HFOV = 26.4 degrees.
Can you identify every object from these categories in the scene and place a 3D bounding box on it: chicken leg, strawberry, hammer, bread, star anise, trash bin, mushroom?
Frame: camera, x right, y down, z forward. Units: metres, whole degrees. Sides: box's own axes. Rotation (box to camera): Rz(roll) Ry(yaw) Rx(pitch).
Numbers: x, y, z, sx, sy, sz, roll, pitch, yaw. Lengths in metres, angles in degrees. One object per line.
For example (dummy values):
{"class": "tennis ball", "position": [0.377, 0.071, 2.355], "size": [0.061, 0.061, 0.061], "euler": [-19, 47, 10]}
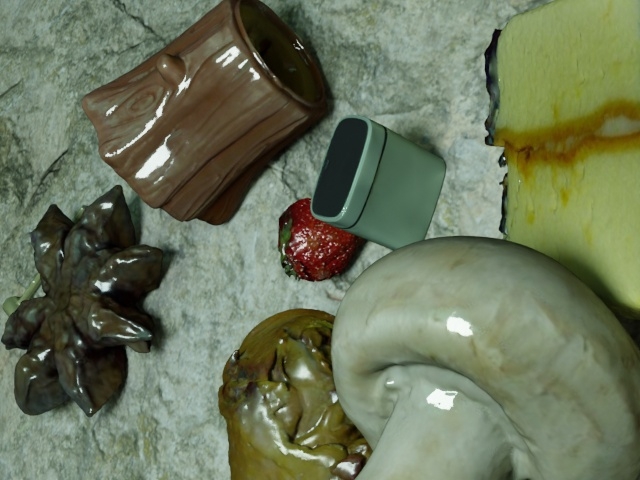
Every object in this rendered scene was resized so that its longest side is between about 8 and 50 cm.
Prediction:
{"class": "chicken leg", "position": [0.000, 0.285, 1.359], "size": [0.295, 0.182, 0.409], "euler": [17, 90, 29]}
{"class": "strawberry", "position": [0.000, -0.001, 1.508], "size": [0.106, 0.106, 0.106], "euler": [-18, 63, 38]}
{"class": "hammer", "position": [-0.371, 0.036, 1.885], "size": [0.060, 0.028, 0.195], "euler": [43, 103, 38]}
{"class": "bread", "position": [0.321, -0.070, 1.276], "size": [0.405, 0.242, 0.345], "euler": [154, 125, -74]}
{"class": "star anise", "position": [-0.312, 0.078, 1.752], "size": [0.315, 0.108, 0.315], "euler": [-9, 75, 37]}
{"class": "trash bin", "position": [0.062, -0.057, 1.436], "size": [0.059, 0.130, 0.116], "euler": [15, 85, 45]}
{"class": "mushroom", "position": [0.126, 0.152, 1.161], "size": [0.298, 0.297, 0.290], "euler": [-4, 38, 42]}

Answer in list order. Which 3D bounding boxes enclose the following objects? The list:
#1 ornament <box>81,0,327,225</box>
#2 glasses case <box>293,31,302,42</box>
{"class": "ornament", "position": [-0.122, -0.161, 1.611], "size": [0.218, 0.235, 0.221], "euler": [-36, 26, 22]}
{"class": "glasses case", "position": [-0.054, -0.223, 1.686], "size": [0.083, 0.021, 0.032], "euler": [-45, 51, 22]}
